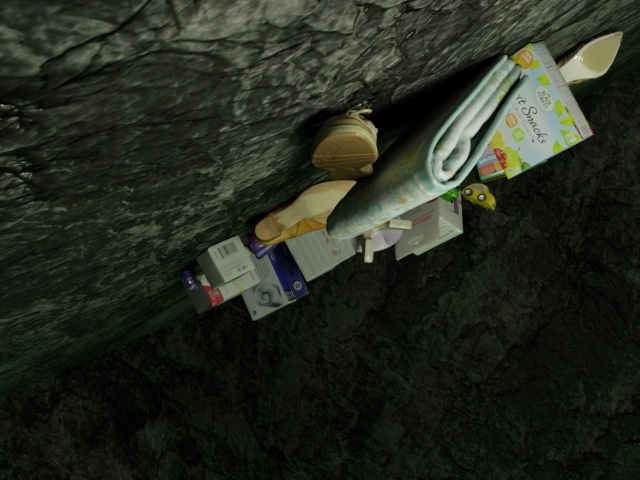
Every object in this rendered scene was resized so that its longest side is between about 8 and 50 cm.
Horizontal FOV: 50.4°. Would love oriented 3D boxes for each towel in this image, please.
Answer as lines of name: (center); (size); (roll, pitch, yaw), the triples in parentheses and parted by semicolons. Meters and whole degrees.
towel: (0.199, -0.163, 1.260); (0.374, 0.090, 0.320); (-48, -172, -33)

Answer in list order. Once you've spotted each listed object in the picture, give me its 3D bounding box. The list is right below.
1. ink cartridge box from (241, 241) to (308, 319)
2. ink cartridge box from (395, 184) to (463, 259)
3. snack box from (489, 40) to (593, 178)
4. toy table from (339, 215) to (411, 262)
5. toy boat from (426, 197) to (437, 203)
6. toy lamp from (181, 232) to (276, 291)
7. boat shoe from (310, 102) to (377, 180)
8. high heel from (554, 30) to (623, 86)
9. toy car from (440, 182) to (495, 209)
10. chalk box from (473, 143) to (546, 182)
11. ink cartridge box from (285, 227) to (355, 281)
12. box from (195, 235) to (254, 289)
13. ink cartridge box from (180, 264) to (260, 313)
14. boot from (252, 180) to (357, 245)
ink cartridge box: (-0.182, 0.132, 2.340); (0.224, 0.223, 0.045); (-29, 170, 21)
ink cartridge box: (0.357, -0.093, 2.263); (0.119, 0.354, 0.207); (29, 140, -30)
snack box: (0.402, -0.253, 1.332); (0.070, 0.207, 0.174); (-24, 176, -44)
toy table: (0.140, -0.052, 2.138); (0.274, 0.252, 0.161); (-6, 175, -8)
toy boat: (0.211, -0.160, 1.980); (0.318, 0.148, 0.267); (-15, 164, -40)
toy lamp: (-0.250, 0.051, 1.883); (0.274, 0.080, 0.080); (-26, 176, 2)
boat shoe: (0.039, -0.160, 1.088); (0.104, 0.089, 0.285); (-2, 175, 3)
high heel: (0.588, -0.422, 1.649); (0.261, 0.093, 0.186); (-42, -158, -1)
toy car: (0.372, -0.155, 1.902); (0.053, 0.239, 0.225); (-58, 179, -5)
chalk box: (0.489, -0.264, 1.817); (0.180, 0.179, 0.289); (-15, 180, 13)
ink cartridge box: (0.000, 0.000, 2.089); (0.232, 0.189, 0.066); (-31, 175, 37)
box: (-0.249, 0.058, 1.772); (0.101, 0.102, 0.087); (-26, 178, -38)
ink cartridge box: (-0.298, 0.118, 2.027); (0.176, 0.128, 0.127); (-25, 176, -35)
boot: (-0.036, -0.069, 1.698); (0.295, 0.104, 0.211); (-22, -178, -2)
